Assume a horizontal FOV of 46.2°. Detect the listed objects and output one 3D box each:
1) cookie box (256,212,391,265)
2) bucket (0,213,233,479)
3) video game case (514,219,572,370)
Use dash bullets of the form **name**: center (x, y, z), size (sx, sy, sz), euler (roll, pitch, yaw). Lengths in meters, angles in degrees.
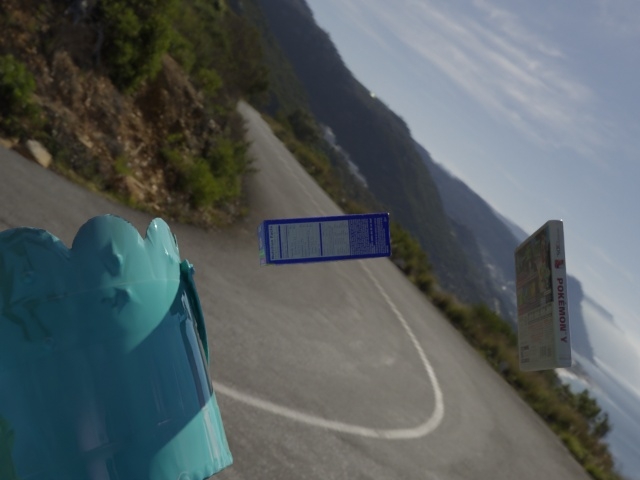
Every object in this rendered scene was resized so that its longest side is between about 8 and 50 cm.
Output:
- **cookie box**: center (0.000, 0.000, 0.666), size (0.107, 0.040, 0.092), euler (-4, -1, -8)
- **bucket**: center (-0.205, 0.119, 0.538), size (0.183, 0.281, 0.281), euler (68, 13, 10)
- **video game case**: center (0.297, 0.082, 1.016), size (0.023, 0.183, 0.201), euler (0, -11, 3)
